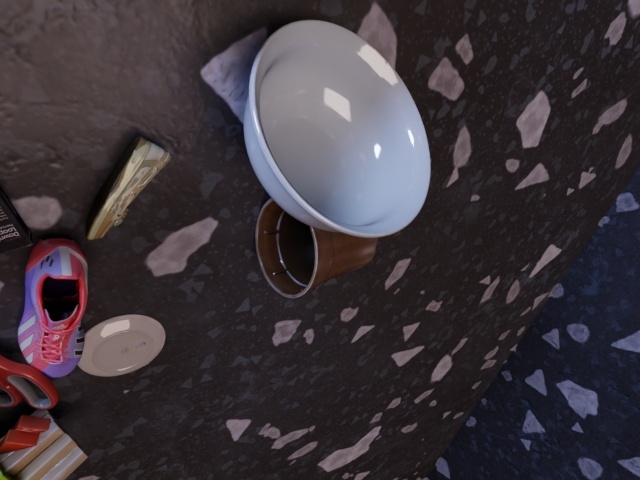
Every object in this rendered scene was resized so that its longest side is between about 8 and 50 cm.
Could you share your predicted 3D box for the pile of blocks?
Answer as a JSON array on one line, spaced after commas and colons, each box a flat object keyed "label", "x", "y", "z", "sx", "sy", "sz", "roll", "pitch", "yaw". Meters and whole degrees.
[{"label": "pile of blocks", "x": -0.550, "y": 0.366, "z": 0.569, "sx": 0.363, "sy": 0.149, "sz": 0.112, "roll": -23, "pitch": 133, "yaw": -20}]

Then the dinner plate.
[{"label": "dinner plate", "x": -0.337, "y": 0.185, "z": 0.685, "sx": 0.141, "sy": 0.017, "sz": 0.141, "roll": -21, "pitch": 133, "yaw": -24}]

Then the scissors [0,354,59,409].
[{"label": "scissors", "x": -0.456, "y": 0.141, "z": 0.534, "sx": 0.109, "sy": 0.021, "sz": 0.296, "roll": -2, "pitch": 126, "yaw": 2}]

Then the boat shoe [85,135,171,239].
[{"label": "boat shoe", "x": -0.256, "y": -0.061, "z": 0.526, "sx": 0.048, "sy": 0.056, "sz": 0.152, "roll": 29, "pitch": 95, "yaw": -41}]

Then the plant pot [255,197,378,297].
[{"label": "plant pot", "x": 0.000, "y": 0.000, "z": 0.698, "sx": 0.165, "sy": 0.167, "sz": 0.166, "roll": -11, "pitch": 128, "yaw": -41}]

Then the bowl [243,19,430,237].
[{"label": "bowl", "x": 0.008, "y": -0.134, "z": 0.565, "sx": 0.298, "sy": 0.134, "sz": 0.297, "roll": 10, "pitch": 72, "yaw": -35}]

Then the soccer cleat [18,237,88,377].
[{"label": "soccer cleat", "x": -0.363, "y": 0.112, "z": 0.550, "sx": 0.083, "sy": 0.095, "sz": 0.247, "roll": 1, "pitch": 121, "yaw": -37}]

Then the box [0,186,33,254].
[{"label": "box", "x": -0.419, "y": -0.042, "z": 0.438, "sx": 0.116, "sy": 0.029, "sz": 0.162, "roll": -22, "pitch": 132, "yaw": -21}]
